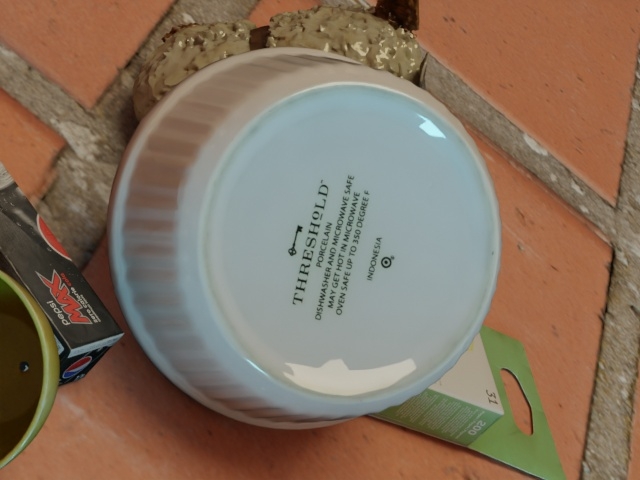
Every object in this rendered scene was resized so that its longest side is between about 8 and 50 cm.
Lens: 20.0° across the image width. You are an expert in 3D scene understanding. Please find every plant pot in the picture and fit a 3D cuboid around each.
[{"bbox_3d":[-0.207,0.076,1.061,0.134,0.134,0.095,51,6,10],"label":"plant pot"}]

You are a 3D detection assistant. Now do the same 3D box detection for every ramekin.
[{"bbox_3d":[0.000,0.000,1.231,0.273,0.273,0.127,33,-10,-19],"label":"ramekin"}]

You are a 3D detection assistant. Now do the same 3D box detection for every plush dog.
[{"bbox_3d":[-0.034,-0.114,1.421,0.225,0.210,0.262,-3,30,-2],"label":"plush dog"}]

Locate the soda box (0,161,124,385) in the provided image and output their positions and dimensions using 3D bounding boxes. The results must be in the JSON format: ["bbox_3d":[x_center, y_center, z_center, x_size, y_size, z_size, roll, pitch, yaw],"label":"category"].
[{"bbox_3d":[-0.205,0.016,1.186,0.169,0.053,0.060,53,31,13],"label":"soda box"}]

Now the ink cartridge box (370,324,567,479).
[{"bbox_3d":[0.114,0.093,1.477,0.235,0.056,0.171,22,37,-30],"label":"ink cartridge box"}]
